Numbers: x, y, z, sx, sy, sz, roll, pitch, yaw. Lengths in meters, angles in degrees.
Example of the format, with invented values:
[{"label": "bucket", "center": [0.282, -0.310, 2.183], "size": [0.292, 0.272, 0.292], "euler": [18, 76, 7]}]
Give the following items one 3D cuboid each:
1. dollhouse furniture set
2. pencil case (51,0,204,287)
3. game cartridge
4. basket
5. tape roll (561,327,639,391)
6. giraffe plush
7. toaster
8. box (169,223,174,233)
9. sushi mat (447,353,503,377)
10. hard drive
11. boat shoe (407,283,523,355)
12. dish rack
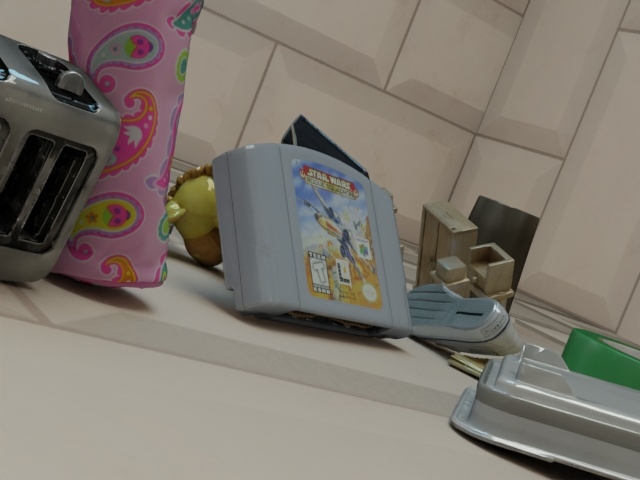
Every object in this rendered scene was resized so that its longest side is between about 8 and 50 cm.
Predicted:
[{"label": "dollhouse furniture set", "center": [0.073, 0.070, 1.644], "size": [0.356, 0.173, 0.303], "euler": [-12, 32, -22]}, {"label": "pencil case", "center": [-0.169, -0.101, 0.893], "size": [0.124, 0.284, 0.124], "euler": [9, 1, 0]}, {"label": "game cartridge", "center": [0.000, 0.000, 1.154], "size": [0.062, 0.198, 0.297], "euler": [-15, -18, 34]}, {"label": "basket", "center": [0.331, 0.038, 2.044], "size": [0.154, 0.226, 0.204], "euler": [24, 4, 28]}, {"label": "tape roll", "center": [0.528, 0.231, 1.599], "size": [0.321, 0.077, 0.321], "euler": [21, 3, -1]}, {"label": "giraffe plush", "center": [-0.106, -0.029, 1.264], "size": [0.171, 0.210, 0.181], "euler": [-6, -9, 9]}, {"label": "toaster", "center": [-0.265, -0.065, 0.767], "size": [0.168, 0.185, 0.110], "euler": [19, 16, -46]}, {"label": "box", "center": [-0.280, -0.050, 1.447], "size": [0.137, 0.027, 0.094], "euler": [19, 6, -34]}, {"label": "sushi mat", "center": [0.309, 0.203, 1.218], "size": [0.317, 0.019, 0.151], "euler": [24, 6, 38]}, {"label": "hard drive", "center": [0.015, -0.031, 1.417], "size": [0.172, 0.054, 0.254], "euler": [45, -24, 38]}, {"label": "boat shoe", "center": [0.175, 0.116, 1.359], "size": [0.076, 0.083, 0.226], "euler": [50, -14, -20]}, {"label": "dish rack", "center": [0.297, 0.171, 0.970], "size": [0.333, 0.072, 0.285], "euler": [16, 2, 12]}]
